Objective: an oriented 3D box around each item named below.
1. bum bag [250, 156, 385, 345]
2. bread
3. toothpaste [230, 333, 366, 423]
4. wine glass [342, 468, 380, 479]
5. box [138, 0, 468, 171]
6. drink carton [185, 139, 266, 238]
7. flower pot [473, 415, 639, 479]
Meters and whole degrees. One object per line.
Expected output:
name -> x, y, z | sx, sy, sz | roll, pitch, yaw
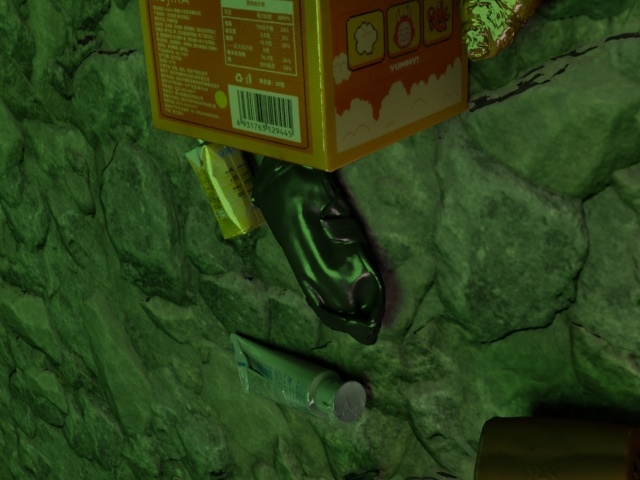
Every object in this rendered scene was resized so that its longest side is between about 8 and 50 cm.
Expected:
bum bag -> 0.000, 0.000, 1.248 | 0.142, 0.080, 0.326 | -27, 87, 41
bread -> 0.193, -0.295, 0.892 | 0.105, 0.076, 0.233 | 27, 122, 19
toothpaste -> -0.049, 0.226, 1.428 | 0.299, 0.073, 0.113 | 9, 117, 51
wine glass -> 0.084, 0.458, 1.375 | 0.122, 0.122, 0.182 | -27, 89, 49
box -> -0.018, -0.233, 1.001 | 0.284, 0.260, 0.213 | 19, 124, 38
drink carton -> -0.146, -0.107, 1.331 | 0.075, 0.084, 0.200 | -10, 107, 51
flower pot -> 0.299, 0.287, 1.033 | 0.173, 0.191, 0.190 | -16, 99, 34
